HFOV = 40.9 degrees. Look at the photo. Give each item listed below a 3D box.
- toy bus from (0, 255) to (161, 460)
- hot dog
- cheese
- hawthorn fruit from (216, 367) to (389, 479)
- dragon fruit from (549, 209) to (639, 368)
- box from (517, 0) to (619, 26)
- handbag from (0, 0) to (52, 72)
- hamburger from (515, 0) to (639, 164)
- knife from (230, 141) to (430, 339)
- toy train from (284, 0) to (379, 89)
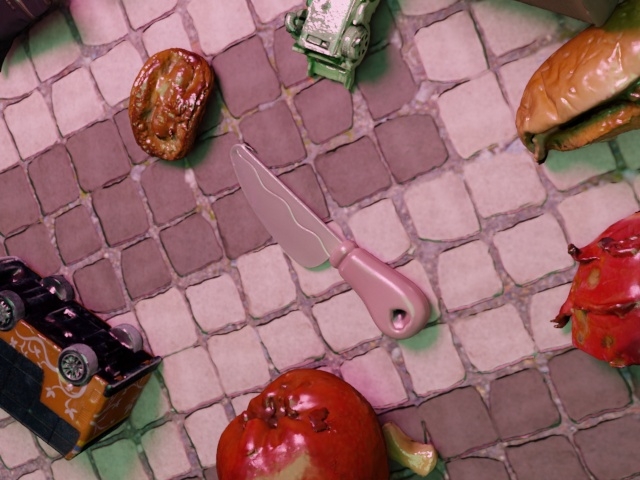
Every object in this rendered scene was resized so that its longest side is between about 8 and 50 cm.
[{"bbox_3d":[-0.382,0.155,1.181,0.275,0.138,0.167,34,110,11],"label":"toy bus"},{"bbox_3d":[-0.192,-0.173,1.100,0.099,0.065,0.147,26,104,6],"label":"hot dog"},{"bbox_3d":[0.107,0.257,1.065,0.083,0.030,0.044,26,112,22],"label":"cheese"},{"bbox_3d":[-0.008,0.309,1.032,0.211,0.211,0.299,-15,102,22],"label":"hawthorn fruit"},{"bbox_3d":[0.366,0.040,0.884,0.274,0.126,0.161,-6,96,21],"label":"dragon fruit"},{"bbox_3d":[0.173,-0.422,0.816,0.343,0.177,0.352,28,98,26],"label":"box"},{"bbox_3d":[-0.433,-0.380,1.129,0.211,0.088,0.254,-25,85,49],"label":"handbag"},{"bbox_3d":[0.283,-0.168,0.881,0.207,0.155,0.135,-22,85,29],"label":"hamburger"},{"bbox_3d":[-0.001,0.003,1.076,0.336,0.043,0.081,42,116,17],"label":"knife"},{"bbox_3d":[0.022,-0.260,1.003,0.099,0.081,0.149,22,98,19],"label":"toy train"}]
